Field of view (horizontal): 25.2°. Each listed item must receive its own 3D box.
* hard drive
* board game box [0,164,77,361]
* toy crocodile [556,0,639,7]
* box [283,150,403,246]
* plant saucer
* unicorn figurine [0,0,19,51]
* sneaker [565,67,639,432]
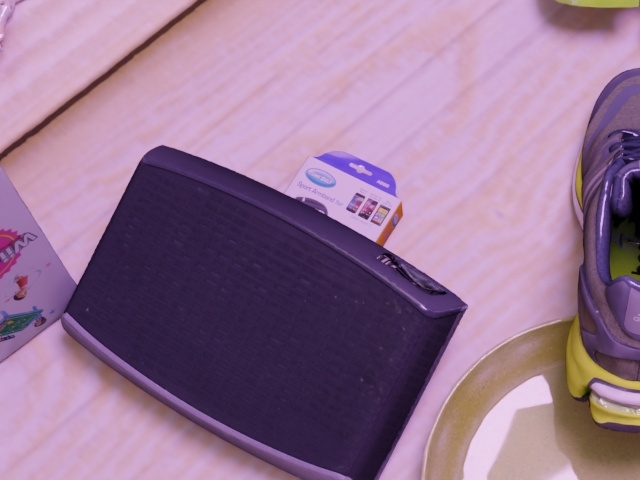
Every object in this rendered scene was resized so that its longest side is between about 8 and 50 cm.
[{"bbox_3d":[-0.048,0.052,0.976,0.254,0.054,0.172,28,92,17],"label":"hard drive"},{"bbox_3d":[-0.289,-0.067,0.944,0.097,0.303,0.224,-38,68,-12],"label":"board game box"},{"bbox_3d":[0.334,-0.229,1.071,0.340,0.105,0.115,-15,106,-2],"label":"toy crocodile"},{"bbox_3d":[0.000,0.000,1.036,0.081,0.028,0.136,27,68,17],"label":"box"},{"bbox_3d":[0.186,0.166,0.933,0.240,0.037,0.241,-2,65,4],"label":"plant saucer"},{"bbox_3d":[-0.276,-0.205,1.149,0.161,0.060,0.111,16,67,31],"label":"unicorn figurine"},{"bbox_3d":[0.223,-0.022,0.948,0.111,0.121,0.300,4,46,6],"label":"sneaker"}]
